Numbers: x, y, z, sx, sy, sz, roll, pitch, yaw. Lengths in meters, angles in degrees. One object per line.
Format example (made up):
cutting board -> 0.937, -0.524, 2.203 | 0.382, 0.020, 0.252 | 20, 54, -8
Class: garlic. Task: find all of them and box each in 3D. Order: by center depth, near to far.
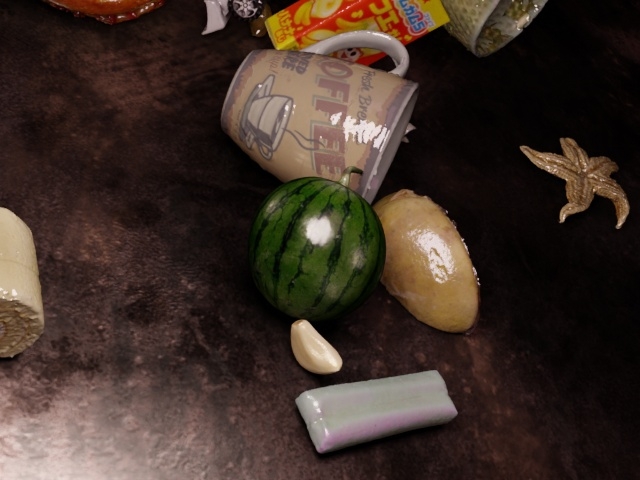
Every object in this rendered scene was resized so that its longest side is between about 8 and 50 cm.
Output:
garlic -> -0.010, 0.141, 1.263 | 0.041, 0.053, 0.083 | -37, 87, -30

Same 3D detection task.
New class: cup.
cup -> 0.009, -0.212, 1.474 | 0.257, 0.227, 0.301 | 27, 67, 4

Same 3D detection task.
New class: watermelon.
watermelon -> 0.000, 0.000, 1.290 | 0.188, 0.215, 0.188 | 25, 6, -3

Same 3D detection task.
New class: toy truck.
toy truck -> -0.090, -0.449, 1.630 | 0.111, 0.285, 0.136 | 58, 22, -24

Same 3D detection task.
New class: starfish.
starfish -> 0.481, -0.120, 1.812 | 0.235, 0.062, 0.277 | 37, 46, 16

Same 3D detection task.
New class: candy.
candy -> 0.062, -0.367, 1.625 | 0.146, 0.276, 0.088 | 51, 16, -51

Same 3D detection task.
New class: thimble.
thimble -> 0.353, -0.518, 1.959 | 0.150, 0.271, 0.270 | 46, 44, 16

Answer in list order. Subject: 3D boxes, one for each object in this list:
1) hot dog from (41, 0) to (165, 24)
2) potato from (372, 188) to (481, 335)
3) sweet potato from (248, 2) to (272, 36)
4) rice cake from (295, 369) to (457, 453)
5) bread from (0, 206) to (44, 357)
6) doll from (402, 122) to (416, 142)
hot dog -> -0.375, -0.466, 1.527 | 0.405, 0.223, 0.185 | 9, 6, -31
potato -> 0.135, 0.018, 1.426 | 0.100, 0.120, 0.261 | -12, 56, -30
sweet potato -> -0.133, -0.437, 1.765 | 0.053, 0.054, 0.182 | -3, 48, -44
rice cake -> 0.078, 0.217, 1.250 | 0.221, 0.042, 0.080 | -4, 50, -34
bread -> -0.389, 0.044, 1.085 | 0.148, 0.134, 0.141 | 10, 44, -36
doll -> 0.065, -0.223, 1.636 | 0.192, 0.095, 0.149 | -7, 51, -31
